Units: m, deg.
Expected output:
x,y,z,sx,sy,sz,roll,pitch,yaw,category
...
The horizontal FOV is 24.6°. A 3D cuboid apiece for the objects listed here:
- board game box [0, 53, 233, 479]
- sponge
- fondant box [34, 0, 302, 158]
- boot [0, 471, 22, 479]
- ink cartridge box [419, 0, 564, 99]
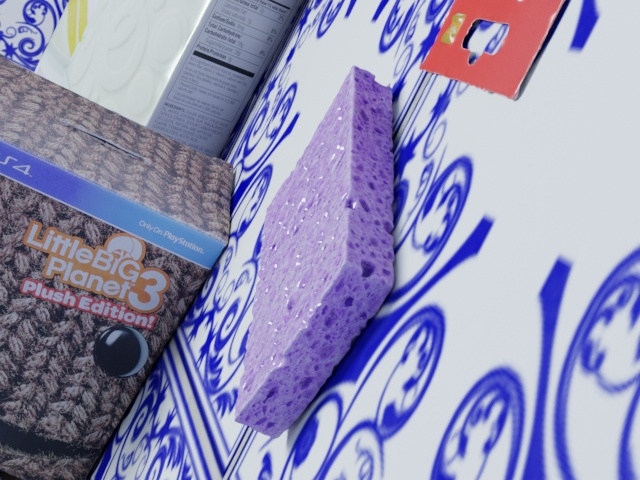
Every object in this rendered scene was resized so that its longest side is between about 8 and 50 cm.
x,y,z,sx,sy,sz,roll,pitch,yaw,category
-0.241,0.032,1.229,0.291,0.232,0.141,-58,16,25,board game box
0.000,0.000,0.815,0.117,0.031,0.210,-56,16,30,sponge
-0.143,-0.209,1.393,0.330,0.096,0.238,-60,41,13,fondant box
-0.327,0.226,1.619,0.118,0.042,0.087,156,131,-71,boot
0.103,-0.189,0.732,0.225,0.056,0.181,-61,14,5,ink cartridge box
